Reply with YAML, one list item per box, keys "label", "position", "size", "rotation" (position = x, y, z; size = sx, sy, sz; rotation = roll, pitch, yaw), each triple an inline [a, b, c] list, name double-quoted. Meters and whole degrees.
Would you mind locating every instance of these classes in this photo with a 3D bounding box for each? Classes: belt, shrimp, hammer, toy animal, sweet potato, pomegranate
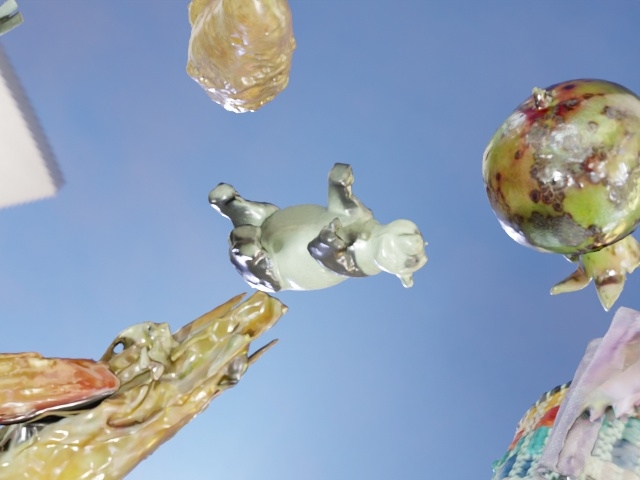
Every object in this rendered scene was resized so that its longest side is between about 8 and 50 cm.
- label: "belt"
  position: [0.223, 0.202, 0.870]
  size: [0.295, 0.160, 0.207]
  rotation: [44, -45, -11]
- label: "shrimp"
  position: [-0.152, 0.090, 0.666]
  size: [0.152, 0.287, 0.063]
  rotation: [54, 2, -39]
- label: "hammer"
  position: [-0.391, -0.257, 1.487]
  size: [0.033, 0.111, 0.287]
  rotation: [64, -9, -1]
- label: "toy animal"
  position: [0.000, 0.000, 1.271]
  size: [0.225, 0.094, 0.121]
  rotation: [-7, -38, 33]
- label: "sweet potato"
  position: [-0.074, -0.168, 1.171]
  size: [0.341, 0.092, 0.114]
  rotation: [-142, -138, -78]
- label: "pomegranate"
  position: [0.196, -0.041, 1.034]
  size: [0.148, 0.148, 0.169]
  rotation: [21, -46, 31]
